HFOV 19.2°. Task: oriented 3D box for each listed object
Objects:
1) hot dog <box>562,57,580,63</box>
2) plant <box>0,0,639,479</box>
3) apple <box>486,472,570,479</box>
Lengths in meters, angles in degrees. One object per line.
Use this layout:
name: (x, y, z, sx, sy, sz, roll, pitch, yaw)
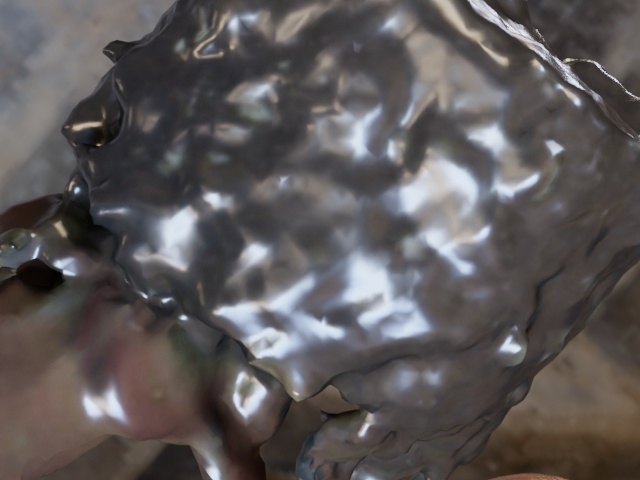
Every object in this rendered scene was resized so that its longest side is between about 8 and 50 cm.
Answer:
hot dog: (0.128, -0.029, 0.973, 0.044, 0.028, 0.137, -103, -165, -54)
plant: (0.000, 0.000, 0.643, 0.234, 0.178, 0.204, -49, 173, 11)
apple: (0.146, 0.264, 1.326, 0.162, 0.201, 0.201, 2, -136, 50)
